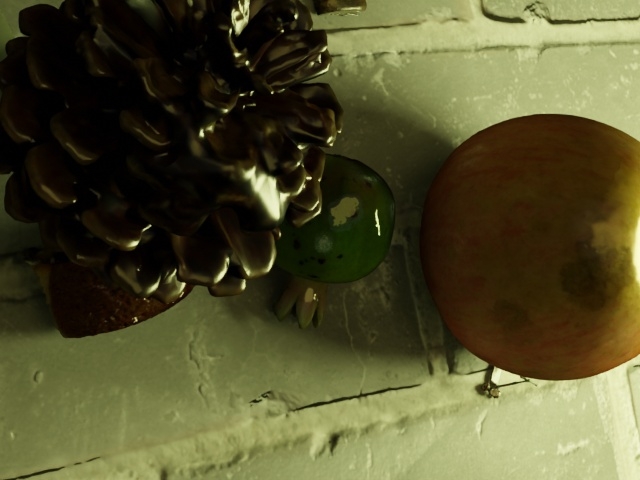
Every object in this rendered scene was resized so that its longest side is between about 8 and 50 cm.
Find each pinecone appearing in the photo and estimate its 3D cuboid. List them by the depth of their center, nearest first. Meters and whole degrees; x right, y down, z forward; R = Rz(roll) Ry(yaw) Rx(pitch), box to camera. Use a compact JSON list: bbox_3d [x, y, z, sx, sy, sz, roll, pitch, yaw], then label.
[{"bbox_3d":[-0.153,-0.151,1.675,0.398,0.398,0.397,8,77,-35],"label":"pinecone"}]

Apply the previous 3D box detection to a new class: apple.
[{"bbox_3d":[0.320,0.004,2.082,0.364,0.364,0.364,8,77,-35],"label":"apple"}]

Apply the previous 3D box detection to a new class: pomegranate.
[{"bbox_3d":[-0.001,0.000,1.966,0.187,0.187,0.225,4,107,-36],"label":"pomegranate"}]

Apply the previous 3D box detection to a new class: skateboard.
[{"bbox_3d":[0.267,0.185,2.166,0.032,0.083,0.064,34,63,-26],"label":"skateboard"}]

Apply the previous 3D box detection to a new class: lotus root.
[{"bbox_3d":[0.031,-0.327,2.124,0.083,0.030,0.037,-8,85,-37],"label":"lotus root"}]

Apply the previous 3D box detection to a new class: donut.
[{"bbox_3d":[-0.232,0.039,1.806,0.186,0.144,0.126,-44,131,-59],"label":"donut"}]

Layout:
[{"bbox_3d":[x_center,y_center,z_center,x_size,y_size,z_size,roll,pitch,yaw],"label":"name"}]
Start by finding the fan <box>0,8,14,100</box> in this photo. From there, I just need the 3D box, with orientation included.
[{"bbox_3d":[-0.459,-0.141,1.744,0.233,0.012,0.414,18,70,-32],"label":"fan"}]
